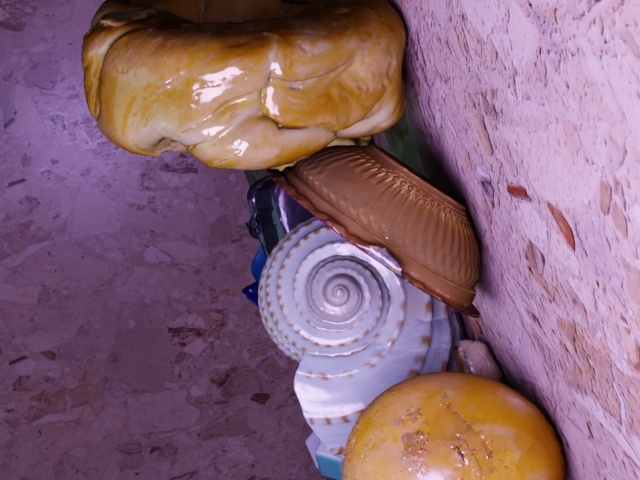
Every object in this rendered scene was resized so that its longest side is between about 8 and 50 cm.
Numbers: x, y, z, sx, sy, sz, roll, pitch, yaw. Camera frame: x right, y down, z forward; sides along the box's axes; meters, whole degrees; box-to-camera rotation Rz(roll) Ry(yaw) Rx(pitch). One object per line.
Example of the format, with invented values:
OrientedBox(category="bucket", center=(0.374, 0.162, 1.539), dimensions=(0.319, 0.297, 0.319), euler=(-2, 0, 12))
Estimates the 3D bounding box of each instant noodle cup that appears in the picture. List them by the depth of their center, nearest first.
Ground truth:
OrientedBox(category="instant noodle cup", center=(0.077, -0.032, 1.291), dimensions=(0.274, 0.090, 0.274), euler=(33, -173, -4))

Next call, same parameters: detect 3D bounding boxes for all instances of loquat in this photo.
OrientedBox(category="loquat", center=(0.135, 0.248, 1.287), dimensions=(0.235, 0.235, 0.235), euler=(159, 90, -83))

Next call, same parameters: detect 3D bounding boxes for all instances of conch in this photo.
OrientedBox(category="conch", center=(0.073, 0.112, 1.515), dimensions=(0.319, 0.215, 0.303), euler=(11, -121, -61))

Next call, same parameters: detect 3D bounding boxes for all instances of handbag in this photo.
OrientedBox(category="handbag", center=(0.000, 0.000, 1.859), dimensions=(0.181, 0.181, 0.254), euler=(-168, 58, -73))

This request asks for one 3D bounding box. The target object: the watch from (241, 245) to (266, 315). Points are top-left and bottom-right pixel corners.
OrientedBox(category="watch", center=(-0.051, 0.073, 2.413), dimensions=(0.171, 0.196, 0.200), euler=(53, 173, 32))

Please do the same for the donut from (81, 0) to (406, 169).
OrientedBox(category="donut", center=(-0.075, -0.186, 1.313), dimensions=(0.360, 0.360, 0.170), euler=(-124, 30, -62))

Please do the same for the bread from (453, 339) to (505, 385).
OrientedBox(category="bread", center=(0.204, 0.214, 1.419), dimensions=(0.073, 0.053, 0.214), euler=(175, 78, -82))

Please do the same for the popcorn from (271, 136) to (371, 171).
OrientedBox(category="popcorn", center=(0.008, -0.122, 1.670), dimensions=(0.173, 0.142, 0.173), euler=(38, 150, 27))

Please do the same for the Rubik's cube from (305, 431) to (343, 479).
OrientedBox(category="Rubik's cube", center=(0.104, 0.329, 1.855), dimensions=(0.265, 0.213, 0.224), euler=(80, 168, -53))
